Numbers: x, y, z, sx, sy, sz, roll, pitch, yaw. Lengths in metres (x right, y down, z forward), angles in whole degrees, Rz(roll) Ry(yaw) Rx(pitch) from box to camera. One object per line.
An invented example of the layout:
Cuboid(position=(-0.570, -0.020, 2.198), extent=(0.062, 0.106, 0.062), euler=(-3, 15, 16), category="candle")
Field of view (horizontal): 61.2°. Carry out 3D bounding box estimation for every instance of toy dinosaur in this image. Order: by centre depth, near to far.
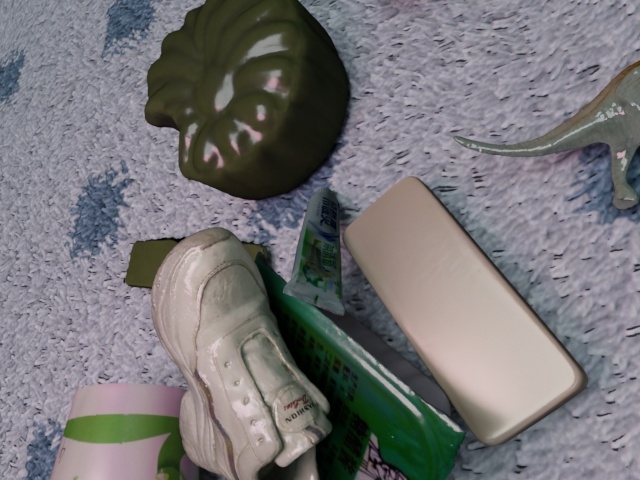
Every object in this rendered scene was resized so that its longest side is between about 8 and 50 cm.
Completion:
Cuboid(position=(0.361, -0.128, 0.629), extent=(0.393, 0.092, 0.205), euler=(-1, 74, 32), category="toy dinosaur")

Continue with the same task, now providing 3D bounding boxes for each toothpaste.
Cuboid(position=(0.000, 0.000, 0.730), extent=(0.297, 0.075, 0.048), euler=(-85, 18, -62), category="toothpaste")

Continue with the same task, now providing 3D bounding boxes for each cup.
Cuboid(position=(-0.280, 0.359, 0.783), extent=(0.253, 0.253, 0.274), euler=(-16, 59, 26), category="cup")

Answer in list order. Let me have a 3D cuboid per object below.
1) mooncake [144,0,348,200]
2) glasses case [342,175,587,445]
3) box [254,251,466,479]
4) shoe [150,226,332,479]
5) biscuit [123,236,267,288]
Cuboid(position=(-0.127, -0.248, 0.902), extent=(0.351, 0.187, 0.351), euler=(-11, 67, 29), category="mooncake")
Cuboid(position=(0.168, 0.077, 0.689), extent=(0.144, 0.076, 0.336), euler=(-40, 59, 14), category="glasses case")
Cuboid(position=(0.029, 0.196, 0.682), extent=(0.337, 0.106, 0.264), euler=(36, 127, 33), category="box")
Cuboid(position=(-0.069, 0.156, 0.606), extent=(0.211, 0.132, 0.342), euler=(19, 121, 40), category="shoe")
Cuboid(position=(-0.222, 0.044, 0.953), extent=(0.323, 0.038, 0.099), euler=(0, 79, 30), category="biscuit")
